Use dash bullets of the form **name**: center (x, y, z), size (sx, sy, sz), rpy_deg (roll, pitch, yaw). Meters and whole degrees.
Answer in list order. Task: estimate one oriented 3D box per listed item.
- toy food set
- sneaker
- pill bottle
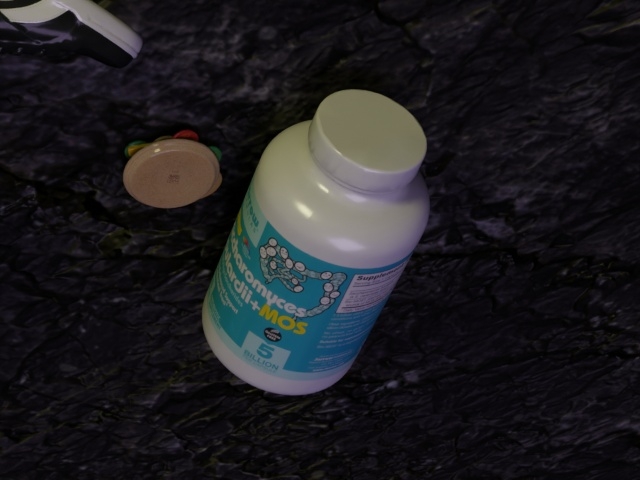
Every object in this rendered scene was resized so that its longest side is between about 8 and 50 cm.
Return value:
- **toy food set**: center (-0.122, -0.058, 1.194), size (0.083, 0.020, 0.082), rpy_deg (-9, 141, -6)
- **sneaker**: center (-0.238, -0.137, 0.981), size (0.217, 0.079, 0.121), rpy_deg (25, 92, -29)
- **pill bottle**: center (0.000, 0.000, 1.204), size (0.146, 0.146, 0.264), rpy_deg (3, 137, -21)
